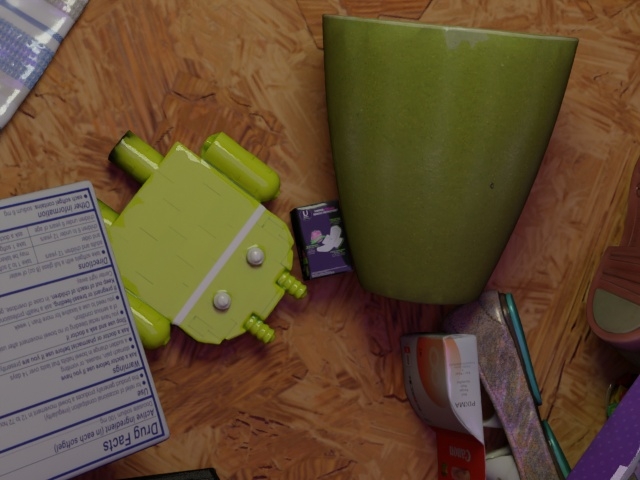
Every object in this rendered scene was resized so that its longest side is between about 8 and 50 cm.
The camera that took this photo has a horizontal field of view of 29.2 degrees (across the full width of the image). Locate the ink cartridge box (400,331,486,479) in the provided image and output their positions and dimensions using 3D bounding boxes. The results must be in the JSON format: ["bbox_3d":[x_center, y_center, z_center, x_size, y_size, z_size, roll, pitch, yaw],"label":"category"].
[{"bbox_3d":[0.133,0.192,1.363,0.045,0.145,0.179,0,87,-15],"label":"ink cartridge box"}]

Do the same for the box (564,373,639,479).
[{"bbox_3d":[0.362,0.254,1.347,0.293,0.057,0.201,-49,134,-20],"label":"box"}]

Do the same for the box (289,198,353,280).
[{"bbox_3d":[0.000,0.000,1.394,0.052,0.062,0.083,-11,89,-9],"label":"box"}]

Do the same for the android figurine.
[{"bbox_3d":[-0.143,0.006,1.374,0.273,0.056,0.248,39,80,-4],"label":"android figurine"}]

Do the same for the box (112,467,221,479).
[{"bbox_3d":[-0.225,0.311,1.271,0.261,0.184,0.103,-6,87,-10],"label":"box"}]

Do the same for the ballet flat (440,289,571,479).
[{"bbox_3d":[0.218,0.215,1.411,0.106,0.107,0.316,-20,84,9],"label":"ballet flat"}]

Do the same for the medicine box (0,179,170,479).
[{"bbox_3d":[-0.331,0.113,1.230,0.263,0.149,0.289,-17,89,-41],"label":"medicine box"}]

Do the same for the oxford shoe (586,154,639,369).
[{"bbox_3d":[0.448,-0.020,1.463,0.146,0.140,0.397,42,73,-36],"label":"oxford shoe"}]

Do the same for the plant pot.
[{"bbox_3d":[0.126,-0.087,1.343,0.274,0.275,0.294,3,101,-10],"label":"plant pot"}]

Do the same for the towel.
[{"bbox_3d":[-0.378,-0.270,1.353,0.209,0.034,0.285,32,77,-7],"label":"towel"}]

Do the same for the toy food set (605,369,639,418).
[{"bbox_3d":[0.380,0.197,1.468,0.083,0.020,0.083,27,82,-8],"label":"toy food set"}]
